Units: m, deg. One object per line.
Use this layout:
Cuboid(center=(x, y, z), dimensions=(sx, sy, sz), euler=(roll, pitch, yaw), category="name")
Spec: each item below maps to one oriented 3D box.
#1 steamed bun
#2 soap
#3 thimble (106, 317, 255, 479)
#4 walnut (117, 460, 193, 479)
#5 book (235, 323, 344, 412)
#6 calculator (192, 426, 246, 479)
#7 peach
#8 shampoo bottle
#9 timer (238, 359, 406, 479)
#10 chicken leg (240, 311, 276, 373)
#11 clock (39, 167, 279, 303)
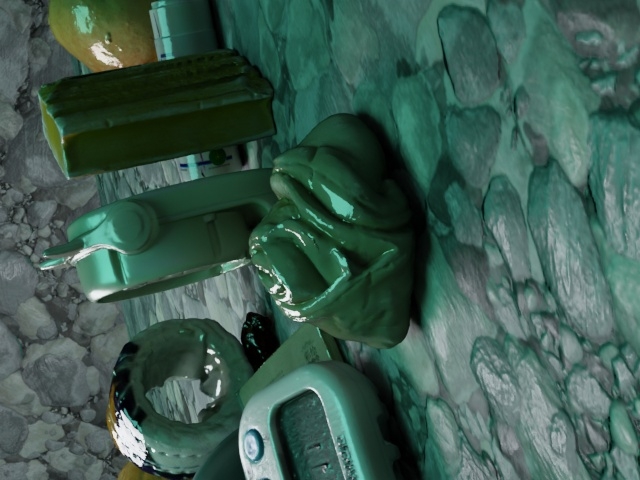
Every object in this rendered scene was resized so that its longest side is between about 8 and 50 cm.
Cuboid(center=(-0.001, -0.002, 1.056), dimensions=(0.218, 0.144, 0.211), euler=(97, 153, -46), category="steamed bun")
Cuboid(center=(-0.213, -0.168, 1.344), dimensions=(0.173, 0.274, 0.089), euler=(-131, 33, -53), category="soap")
Cuboid(center=(-0.206, 0.233, 1.577), dimensions=(0.150, 0.237, 0.237), euler=(109, 143, -51), category="thimble")
Cuboid(center=(-0.204, 0.492, 1.803), dimensions=(0.333, 0.332, 0.333), euler=(166, 90, -71), category="walnut")
Cuboid(center=(-0.005, 0.269, 1.329), dimensions=(0.215, 0.025, 0.283), euler=(-47, 57, 37), category="book")
Cuboid(center=(-0.089, 0.350, 1.437), dimensions=(0.041, 0.299, 0.186), euler=(-11, 98, 32), category="calculator")
Cuboid(center=(-0.323, -0.342, 1.650), dimensions=(0.232, 0.232, 0.233), euler=(166, 90, -71), category="peach")
Cuboid(center=(-0.183, -0.241, 1.492), dimensions=(0.092, 0.092, 0.303), euler=(-159, 57, -68), category="shampoo bottle")
Cuboid(center=(0.007, 0.284, 1.231), dimensions=(0.237, 0.087, 0.262), euler=(-34, 67, 44), category="timer")
Cuboid(center=(-0.095, 0.197, 1.627), dimensions=(0.089, 0.048, 0.219), euler=(-122, 25, -49), category="chicken leg")
Cuboid(center=(-0.196, 0.003, 1.344), dimensions=(0.265, 0.324, 0.109), euler=(152, 103, -72), category="clock")
